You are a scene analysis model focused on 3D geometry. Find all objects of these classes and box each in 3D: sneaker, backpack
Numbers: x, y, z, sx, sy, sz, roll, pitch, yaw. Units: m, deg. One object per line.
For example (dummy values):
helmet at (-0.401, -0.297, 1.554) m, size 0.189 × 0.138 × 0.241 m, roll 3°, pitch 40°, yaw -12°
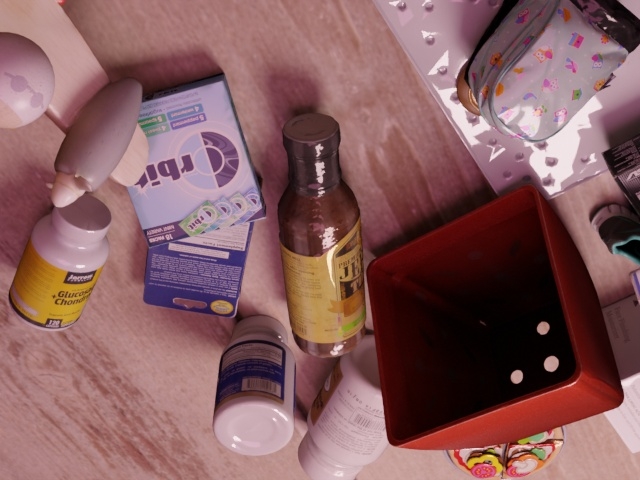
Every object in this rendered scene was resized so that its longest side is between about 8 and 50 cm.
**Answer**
sneaker at (0.441, 0.012, 1.269) m, size 0.166 × 0.076 × 0.065 m, roll 14°, pitch 127°, yaw -11°
backpack at (0.239, -0.196, 1.016) m, size 0.152 × 0.115 × 0.182 m, roll 34°, pitch 112°, yaw -18°

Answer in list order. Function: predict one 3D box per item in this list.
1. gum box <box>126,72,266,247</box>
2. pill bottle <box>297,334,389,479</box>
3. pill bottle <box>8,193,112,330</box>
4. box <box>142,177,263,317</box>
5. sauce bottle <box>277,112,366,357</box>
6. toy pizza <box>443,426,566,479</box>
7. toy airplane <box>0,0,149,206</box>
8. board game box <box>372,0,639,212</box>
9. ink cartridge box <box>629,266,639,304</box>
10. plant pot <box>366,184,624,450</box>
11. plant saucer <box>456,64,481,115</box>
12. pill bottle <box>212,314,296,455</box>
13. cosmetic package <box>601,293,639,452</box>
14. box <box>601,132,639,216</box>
gum box at (-0.167, -0.097, 1.179) m, size 0.157 × 0.041 × 0.184 m, roll -14°, pitch 114°, yaw 4°
pill bottle at (0.053, 0.262, 1.429) m, size 0.131 × 0.131 × 0.229 m, roll 18°, pitch 125°, yaw -13°
pill bottle at (-0.343, 0.027, 1.269) m, size 0.103 × 0.103 × 0.184 m, roll 21°, pitch 125°, yaw -15°
box at (-0.164, 0.003, 1.290) m, size 0.136 × 0.036 × 0.225 m, roll 10°, pitch 124°, yaw -7°
sauce bottle at (0.000, 0.000, 1.241) m, size 0.111 × 0.111 × 0.344 m, roll -3°, pitch 129°, yaw 3°
toy pizza at (0.300, 0.333, 1.545) m, size 0.201 × 0.032 × 0.201 m, roll 0°, pitch 127°, yaw 0°
toy airplane at (-0.312, -0.206, 0.928) m, size 0.386 × 0.272 × 0.384 m, roll -4°, pitch 124°, yaw -36°
board game box at (0.306, -0.255, 1.081) m, size 0.390 × 0.050 × 0.390 m, roll -27°, pitch 123°, yaw 19°
ink cartridge box at (0.538, 0.104, 1.194) m, size 0.330 × 0.071 × 0.324 m, roll -26°, pitch 106°, yaw -15°
plant pot at (0.248, 0.133, 1.242) m, size 0.267 × 0.267 × 0.236 m, roll -28°, pitch 141°, yaw 31°
plant saucer at (0.200, -0.176, 1.101) m, size 0.083 × 0.015 × 0.083 m, roll 0°, pitch 128°, yaw 1°
pill bottle at (-0.090, 0.199, 1.346) m, size 0.112 × 0.186 × 0.112 m, roll 0°, pitch 127°, yaw 0°
cosmetic package at (0.480, 0.174, 1.347) m, size 0.184 × 0.151 × 0.151 m, roll -29°, pitch 122°, yaw 20°
box at (0.457, -0.103, 1.154) m, size 0.191 × 0.045 × 0.184 m, roll -27°, pitch 153°, yaw 19°
